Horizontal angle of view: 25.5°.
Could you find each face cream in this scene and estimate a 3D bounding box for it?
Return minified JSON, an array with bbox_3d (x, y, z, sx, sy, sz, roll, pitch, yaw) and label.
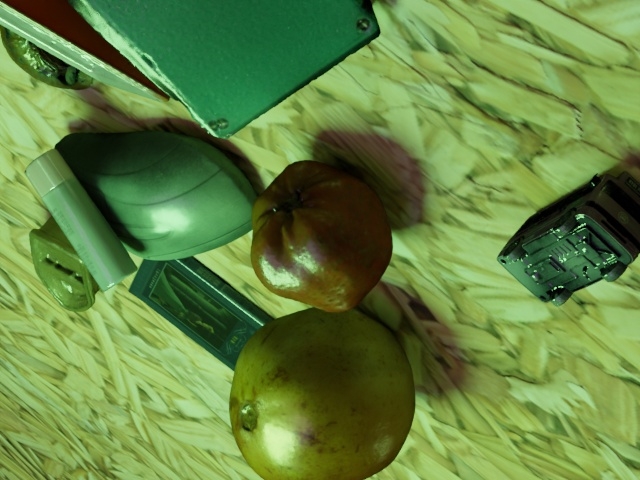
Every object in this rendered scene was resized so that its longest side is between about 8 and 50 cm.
[{"bbox_3d":[-0.321,-0.028,1.893,0.198,0.057,0.084,58,158,-4],"label":"face cream"}]

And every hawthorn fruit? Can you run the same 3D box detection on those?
[{"bbox_3d":[0.000,0.000,1.698,0.189,0.189,0.189,26,148,18],"label":"hawthorn fruit"}]

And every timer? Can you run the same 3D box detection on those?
[{"bbox_3d":[-0.297,-0.270,1.606,0.257,0.161,0.250,29,163,-29],"label":"timer"}]

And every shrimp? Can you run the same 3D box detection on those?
[{"bbox_3d":[-0.365,-0.268,1.835,0.152,0.046,0.219,22,150,26],"label":"shrimp"}]

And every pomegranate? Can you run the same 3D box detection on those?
[{"bbox_3d":[0.006,0.207,1.903,0.264,0.264,0.264,26,148,18],"label":"pomegranate"}]

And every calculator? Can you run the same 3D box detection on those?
[{"bbox_3d":[-0.101,-0.258,1.461,0.248,0.058,0.274,-35,117,25],"label":"calculator"}]

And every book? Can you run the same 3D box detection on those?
[{"bbox_3d":[-0.166,0.114,2.160,0.269,0.025,0.191,38,149,1],"label":"book"}]

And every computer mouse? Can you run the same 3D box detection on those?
[{"bbox_3d":[-0.244,-0.056,1.933,0.371,0.122,0.188,7,137,46],"label":"computer mouse"}]

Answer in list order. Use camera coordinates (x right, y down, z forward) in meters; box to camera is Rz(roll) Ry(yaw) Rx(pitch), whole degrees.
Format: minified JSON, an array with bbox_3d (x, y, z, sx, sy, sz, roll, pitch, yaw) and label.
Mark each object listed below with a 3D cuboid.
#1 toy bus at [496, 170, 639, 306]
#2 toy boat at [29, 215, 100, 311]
[{"bbox_3d":[0.269,-0.004,1.487,0.087,0.098,0.178,43,152,-6],"label":"toy bus"},{"bbox_3d":[-0.400,0.042,2.272,0.116,0.061,0.188,28,148,14],"label":"toy boat"}]
